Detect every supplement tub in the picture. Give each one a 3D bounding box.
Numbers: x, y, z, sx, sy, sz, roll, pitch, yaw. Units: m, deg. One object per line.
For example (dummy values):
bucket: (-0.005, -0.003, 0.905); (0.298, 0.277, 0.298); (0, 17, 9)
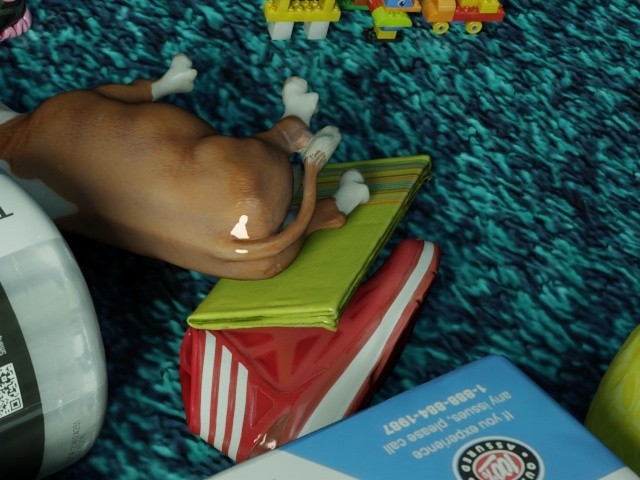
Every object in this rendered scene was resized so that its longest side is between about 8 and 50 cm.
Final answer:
supplement tub: (-0.288, 0.087, 0.797); (0.316, 0.193, 0.193); (-23, 57, -33)

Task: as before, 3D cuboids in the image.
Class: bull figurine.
bull figurine: (-0.121, -0.056, 1.019); (0.310, 0.101, 0.188); (22, 38, 28)

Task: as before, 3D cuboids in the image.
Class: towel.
towel: (0.000, 0.000, 1.022); (0.102, 0.021, 0.237); (-5, 24, 22)

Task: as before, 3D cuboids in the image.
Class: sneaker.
sneaker: (-0.259, -0.164, 1.145); (0.047, 0.057, 0.119); (26, 47, 7)
sneaker: (-0.012, 0.054, 0.985); (0.128, 0.087, 0.221); (27, 45, 8)

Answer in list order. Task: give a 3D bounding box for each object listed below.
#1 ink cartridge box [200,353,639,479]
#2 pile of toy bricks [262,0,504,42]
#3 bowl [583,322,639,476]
ink cartridge box: (0.088, 0.259, 0.614); (0.285, 0.166, 0.395); (-19, 47, -35)
pile of toy bricks: (0.052, -0.238, 1.269); (0.212, 0.105, 0.118); (-4, 48, -19)
bowl: (0.237, 0.197, 0.846); (0.289, 0.289, 0.156); (43, 94, 24)
